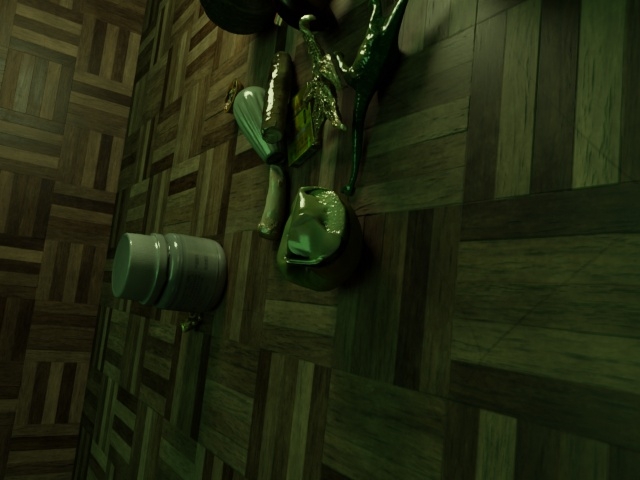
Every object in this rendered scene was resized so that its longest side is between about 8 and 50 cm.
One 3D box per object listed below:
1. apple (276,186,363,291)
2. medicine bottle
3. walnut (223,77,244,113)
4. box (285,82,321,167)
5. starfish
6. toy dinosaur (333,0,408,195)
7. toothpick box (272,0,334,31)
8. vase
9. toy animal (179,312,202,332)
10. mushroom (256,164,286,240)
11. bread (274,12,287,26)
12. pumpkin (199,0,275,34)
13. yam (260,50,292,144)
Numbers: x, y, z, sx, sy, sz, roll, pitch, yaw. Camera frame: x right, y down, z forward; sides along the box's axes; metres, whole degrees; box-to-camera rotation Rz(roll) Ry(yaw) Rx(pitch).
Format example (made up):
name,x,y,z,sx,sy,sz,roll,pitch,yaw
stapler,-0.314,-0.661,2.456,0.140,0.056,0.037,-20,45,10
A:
name,x,y,z,sx,sy,sz,roll,pitch,yaw
apple,0.000,0.000,1.123,0.207,0.174,0.188,-31,36,51
medicine bottle,-0.478,0.097,1.680,0.245,0.306,0.245,-22,63,51
walnut,-0.283,-0.479,1.784,0.091,0.052,0.121,37,109,55
box,-0.048,-0.304,1.406,0.121,0.030,0.193,-34,55,47
starfish,0.007,-0.334,1.203,0.302,0.060,0.299,113,140,-71
toy dinosaur,0.120,-0.337,1.115,0.447,0.087,0.301,-50,42,46
toothpick box,0.006,-0.655,1.293,0.294,0.192,0.192,-43,47,34
vase,-0.163,-0.319,1.503,0.128,0.128,0.248,-48,53,38
toy animal,-0.440,0.274,1.802,0.083,0.060,0.081,-43,23,46
mushroom,-0.127,-0.101,1.434,0.084,0.071,0.209,118,159,-78
bread,-0.057,-0.675,1.463,0.067,0.119,0.192,26,107,25
pumpkin,-0.244,-0.822,1.646,0.291,0.257,0.328,136,145,-64
yam,-0.118,-0.400,1.458,0.067,0.071,0.317,90,-177,-57
